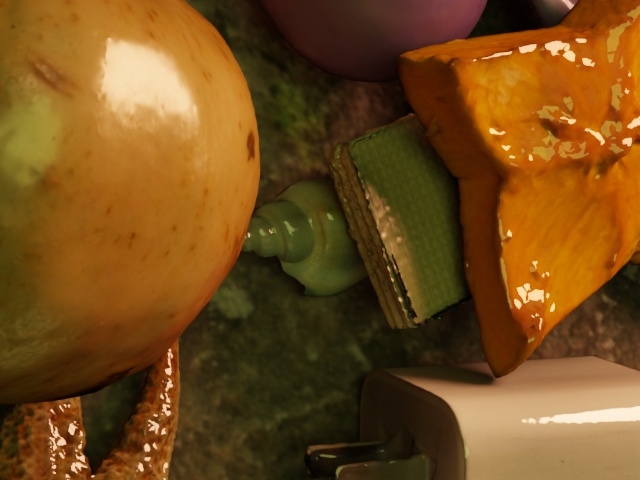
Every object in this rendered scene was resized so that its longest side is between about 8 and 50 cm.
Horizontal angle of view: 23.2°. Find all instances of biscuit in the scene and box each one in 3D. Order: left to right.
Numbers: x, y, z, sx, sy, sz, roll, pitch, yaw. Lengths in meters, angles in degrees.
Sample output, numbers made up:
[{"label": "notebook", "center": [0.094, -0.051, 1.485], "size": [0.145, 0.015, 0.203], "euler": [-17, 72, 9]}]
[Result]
[{"label": "biscuit", "center": [0.118, -0.045, 1.179], "size": [0.250, 0.046, 0.147], "euler": [-28, 100, -35]}]

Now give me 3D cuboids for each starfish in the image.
[{"label": "starfish", "center": [-0.193, 0.222, 1.060], "size": [0.375, 0.094, 0.327], "euler": [-44, 100, -22]}]

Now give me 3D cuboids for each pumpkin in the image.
[{"label": "pumpkin", "center": [0.205, -0.075, 1.119], "size": [0.290, 0.095, 0.258], "euler": [-25, 111, -18]}]

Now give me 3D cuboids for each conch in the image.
[{"label": "conch", "center": [0.003, -0.002, 1.155], "size": [0.180, 0.065, 0.088], "euler": [-9, 89, -26]}]

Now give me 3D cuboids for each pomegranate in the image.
[{"label": "pomegranate", "center": [-0.193, -0.070, 0.947], "size": [0.342, 0.342, 0.342], "euler": [1, 87, -20]}]

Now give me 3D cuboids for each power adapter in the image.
[{"label": "power adapter", "center": [0.118, 0.156, 1.124], "size": [0.255, 0.187, 0.124], "euler": [-1, 95, -20]}]

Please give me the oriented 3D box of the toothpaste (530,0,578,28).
[{"label": "toothpaste", "center": [0.241, -0.116, 1.221], "size": [0.371, 0.080, 0.125], "euler": [56, 29, -18]}]

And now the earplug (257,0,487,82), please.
[{"label": "earplug", "center": [-0.032, -0.320, 1.090], "size": [0.215, 0.215, 0.456], "euler": [-36, 103, -18]}]
